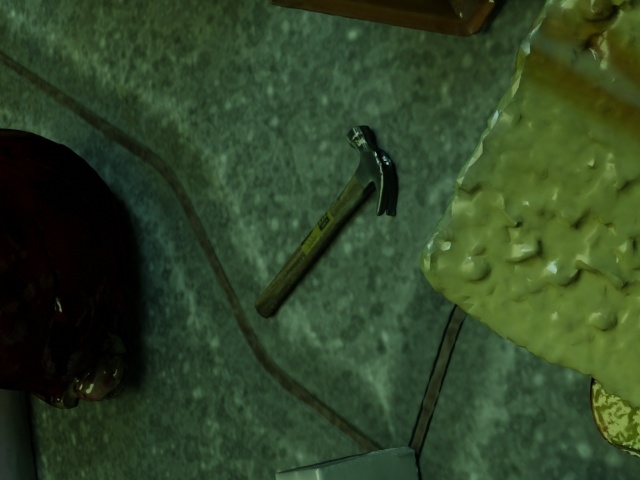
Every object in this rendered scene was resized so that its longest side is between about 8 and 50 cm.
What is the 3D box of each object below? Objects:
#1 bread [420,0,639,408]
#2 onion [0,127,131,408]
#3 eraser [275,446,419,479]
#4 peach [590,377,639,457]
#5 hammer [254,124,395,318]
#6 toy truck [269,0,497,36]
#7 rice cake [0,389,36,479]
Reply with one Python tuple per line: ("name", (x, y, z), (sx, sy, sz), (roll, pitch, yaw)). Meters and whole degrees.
("bread", (0.211, -0.045, 0.627), (0.236, 0.198, 0.263), (28, 107, 7))
("onion", (-0.278, 0.020, 1.055), (0.221, 0.281, 0.281), (-28, 69, 10))
("eraser", (0.036, 0.256, 0.849), (0.052, 0.096, 0.225), (-17, 81, 47))
("peach", (0.191, 0.076, 0.698), (0.077, 0.050, 0.083), (26, 109, 29))
("hammer", (0.000, 0.000, 0.927), (0.182, 0.017, 0.062), (-53, 56, 38))
("toy truck", (0.095, -0.309, 0.683), (0.387, 0.173, 0.207), (-54, 47, 39))
("rice cake", (-0.315, 0.225, 1.252), (0.064, 0.070, 0.399), (-12, 85, 43))
